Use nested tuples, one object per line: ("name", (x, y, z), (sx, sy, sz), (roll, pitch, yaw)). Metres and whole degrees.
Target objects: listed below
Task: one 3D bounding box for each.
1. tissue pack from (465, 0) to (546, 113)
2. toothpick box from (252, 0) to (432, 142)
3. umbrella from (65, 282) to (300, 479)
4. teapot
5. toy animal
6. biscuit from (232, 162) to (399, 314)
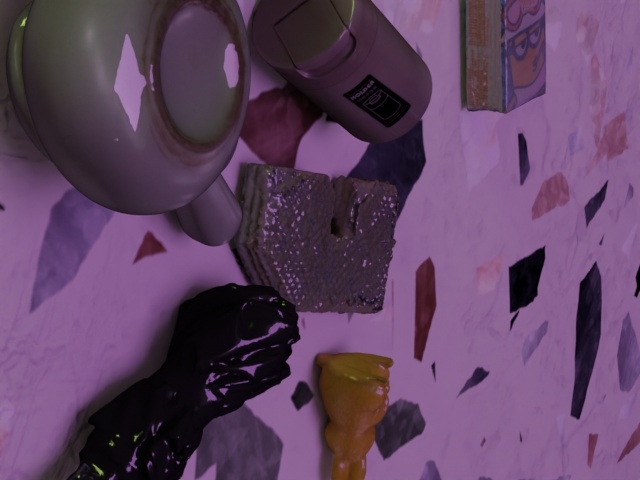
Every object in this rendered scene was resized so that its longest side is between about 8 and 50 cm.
("tissue pack", (0.224, -0.240, 1.553), (0.115, 0.065, 0.155), (-31, 122, -50))
("toothpick box", (0.024, -0.177, 1.239), (0.180, 0.111, 0.111), (35, 70, -55))
("umbrella", (-0.140, 0.153, 1.109), (0.340, 0.118, 0.118), (-42, 131, -37))
("teapot", (-0.133, -0.085, 1.001), (0.220, 0.149, 0.318), (-52, 137, -44))
("toy animal", (0.029, 0.199, 1.403), (0.070, 0.083, 0.159), (-70, 168, -63))
("biscuit", (0.000, 0.000, 1.309), (0.250, 0.046, 0.147), (7, 94, -56))
